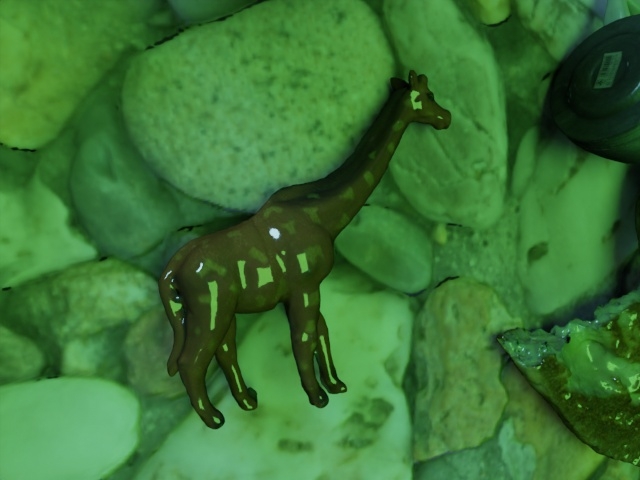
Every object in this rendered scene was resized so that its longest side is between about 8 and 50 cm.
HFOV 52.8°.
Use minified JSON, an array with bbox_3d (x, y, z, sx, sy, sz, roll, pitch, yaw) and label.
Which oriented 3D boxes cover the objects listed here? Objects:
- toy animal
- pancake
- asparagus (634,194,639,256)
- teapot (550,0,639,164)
[{"bbox_3d":[0.000,0.000,0.447,0.224,0.066,0.229,-6,93,-21],"label":"toy animal"},{"bbox_3d":[0.322,0.110,0.597,0.377,0.054,0.197,13,93,-24],"label":"pancake"},{"bbox_3d":[0.327,-0.080,0.561,0.080,0.080,0.287,22,80,-22],"label":"asparagus"},{"bbox_3d":[0.255,-0.121,0.527,0.108,0.149,0.111,26,123,-32],"label":"teapot"}]
